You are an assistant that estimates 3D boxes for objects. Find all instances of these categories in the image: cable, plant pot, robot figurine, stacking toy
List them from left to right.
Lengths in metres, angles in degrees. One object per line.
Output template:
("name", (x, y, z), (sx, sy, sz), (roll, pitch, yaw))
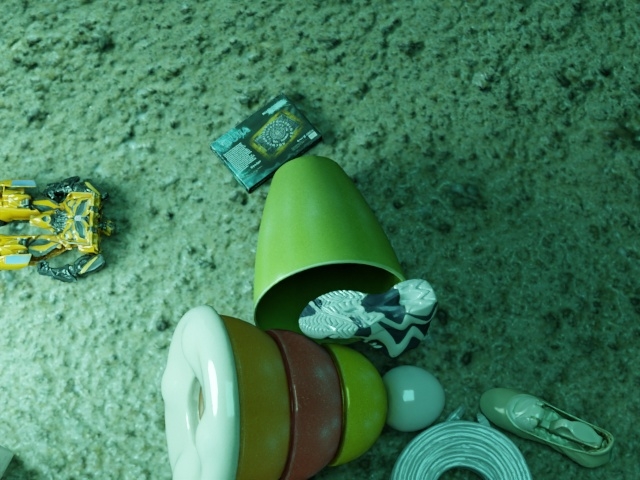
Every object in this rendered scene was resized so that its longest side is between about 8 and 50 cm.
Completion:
("robot figurine", (-0.530, -0.026, 1.986), (0.291, 0.085, 0.211), (-1, 71, -2))
("stacking toy", (-0.011, 0.283, 1.823), (0.480, 0.350, 0.351), (1, 69, -22))
("plant pot", (0.000, 0.000, 1.921), (0.274, 0.275, 0.293), (-7, 54, -4))
("cable", (0.246, 0.439, 1.836), (0.257, 0.089, 0.257), (-36, 75, -14))

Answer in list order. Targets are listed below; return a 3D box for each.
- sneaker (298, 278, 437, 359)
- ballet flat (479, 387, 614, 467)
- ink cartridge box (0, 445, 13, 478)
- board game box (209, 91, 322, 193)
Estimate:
("sneaker", (0.085, 0.155, 1.820), (0.235, 0.153, 0.094), (-16, 47, -9))
("ballet flat", (0.405, 0.322, 1.889), (0.248, 0.086, 0.086), (23, 71, 7))
("ink cartridge box", (-0.648, 0.342, 1.749), (0.198, 0.273, 0.115), (24, 73, 7))
("board game box", (-0.107, -0.193, 2.091), (0.186, 0.026, 0.126), (-37, 75, -14))
